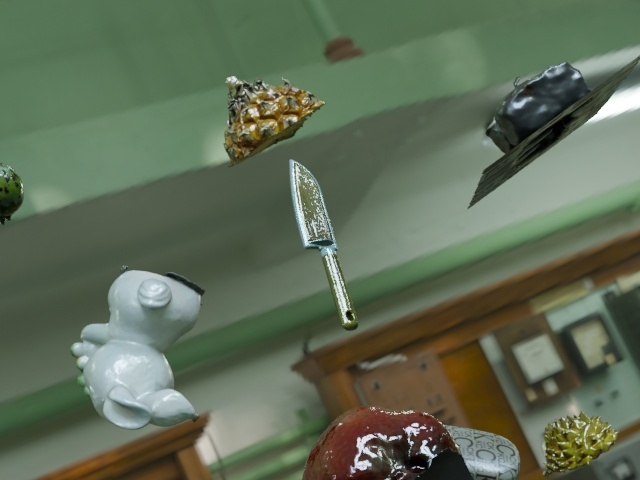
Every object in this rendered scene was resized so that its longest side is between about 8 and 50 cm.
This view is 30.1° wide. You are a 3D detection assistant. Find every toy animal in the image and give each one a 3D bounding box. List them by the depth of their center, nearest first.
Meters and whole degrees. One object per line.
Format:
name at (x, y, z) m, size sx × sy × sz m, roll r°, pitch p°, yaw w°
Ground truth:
toy animal at (-0.325, 0.209, 2.154) m, size 0.182 × 0.310 × 0.247 m, roll 29°, pitch -28°, yaw -29°

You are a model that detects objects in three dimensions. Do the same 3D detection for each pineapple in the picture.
pineapple at (-0.135, -0.248, 2.320) m, size 0.249 × 0.164 × 0.140 m, roll -21°, pitch 12°, yaw 31°

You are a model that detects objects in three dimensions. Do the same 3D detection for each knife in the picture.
knife at (-0.001, 0.000, 1.989) m, size 0.061 × 0.343 × 0.027 m, roll 1°, pitch -35°, yaw -25°

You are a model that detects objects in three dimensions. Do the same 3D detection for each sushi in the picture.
sushi at (0.331, -0.201, 1.878) m, size 0.296 × 0.100 × 0.373 m, roll -36°, pitch -8°, yaw -2°

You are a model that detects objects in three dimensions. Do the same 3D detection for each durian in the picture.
durian at (0.422, 0.326, 2.000) m, size 0.140 × 0.078 × 0.224 m, roll -31°, pitch -2°, yaw 8°

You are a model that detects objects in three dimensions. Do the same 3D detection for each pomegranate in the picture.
pomegranate at (-0.580, -0.098, 2.064) m, size 0.122 × 0.161 × 0.122 m, roll -20°, pitch -24°, yaw -10°

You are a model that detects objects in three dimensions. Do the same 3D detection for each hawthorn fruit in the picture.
hawthorn fruit at (0.067, 0.293, 1.413) m, size 0.189 × 0.190 × 0.251 m, roll -19°, pitch -6°, yaw -27°

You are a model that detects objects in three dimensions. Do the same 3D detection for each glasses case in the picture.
glasses case at (0.196, 0.405, 2.231) m, size 0.354 × 0.085 × 0.137 m, roll 5°, pitch 29°, yaw 6°
